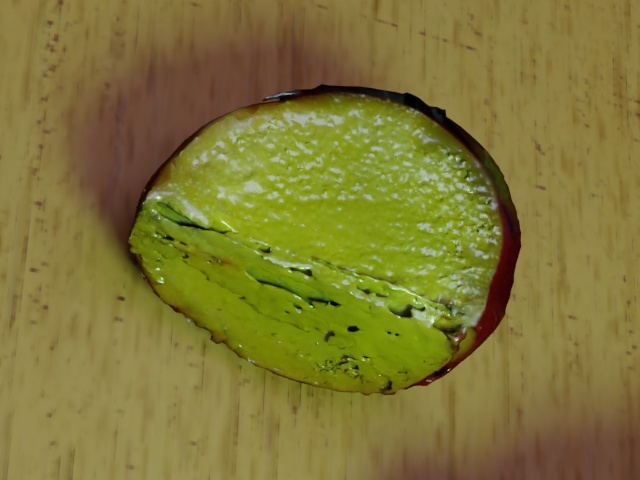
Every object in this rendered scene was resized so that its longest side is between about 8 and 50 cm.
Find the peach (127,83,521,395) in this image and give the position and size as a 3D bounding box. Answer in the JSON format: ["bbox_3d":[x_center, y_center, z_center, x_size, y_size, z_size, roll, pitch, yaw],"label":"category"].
[{"bbox_3d":[-0.001,0.004,0.847,0.172,0.092,0.127,0,63,-17],"label":"peach"}]
